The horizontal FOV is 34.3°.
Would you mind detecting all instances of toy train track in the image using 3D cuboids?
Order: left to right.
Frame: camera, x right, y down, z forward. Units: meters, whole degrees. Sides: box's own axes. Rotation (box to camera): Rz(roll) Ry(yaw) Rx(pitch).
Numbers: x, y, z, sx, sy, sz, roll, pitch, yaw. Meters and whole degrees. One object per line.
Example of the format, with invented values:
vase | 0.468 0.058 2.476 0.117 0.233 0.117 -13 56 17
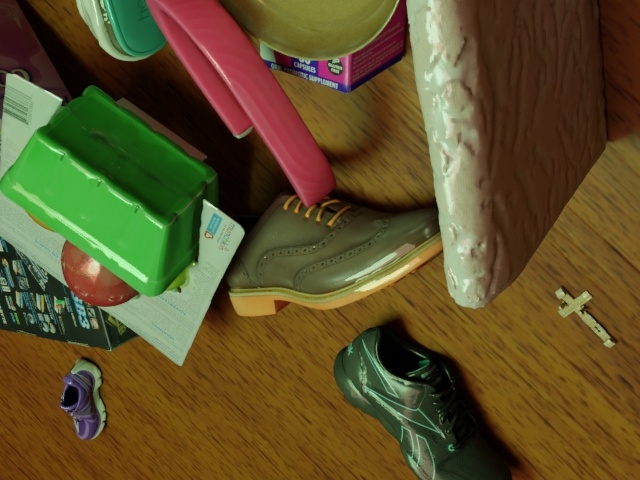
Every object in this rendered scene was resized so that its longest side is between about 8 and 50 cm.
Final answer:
toy train track | 0.283 0.084 1.111 0.083 0.014 0.048 45 136 3

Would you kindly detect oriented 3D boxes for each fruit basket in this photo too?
fruit basket | -0.262 -0.018 1.297 0.327 0.165 0.353 35 148 4

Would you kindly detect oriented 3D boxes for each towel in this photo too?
towel | 0.155 -0.163 0.826 0.053 0.317 0.331 4 119 30

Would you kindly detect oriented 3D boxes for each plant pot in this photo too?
plant pot | -0.017 -0.278 0.926 0.236 0.032 0.236 20 128 28

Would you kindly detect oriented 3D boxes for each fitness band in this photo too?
fitness band | -0.084 -0.156 1.106 0.291 0.054 0.209 54 175 -32

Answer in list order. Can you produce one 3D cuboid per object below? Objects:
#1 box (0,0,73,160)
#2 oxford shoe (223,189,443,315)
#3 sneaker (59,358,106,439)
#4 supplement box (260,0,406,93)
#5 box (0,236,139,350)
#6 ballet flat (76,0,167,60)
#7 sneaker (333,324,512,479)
box | -0.467 -0.213 1.305 0.117 0.214 0.243 -43 71 40
oxford shoe | 0.000 0.000 1.199 0.364 0.130 0.132 -14 103 43
sneaker | -0.410 0.275 1.746 0.068 0.071 0.170 22 131 25
supplement box | 0.015 -0.273 1.008 0.111 0.114 0.220 22 128 27
box | -0.411 0.004 1.530 0.293 0.073 0.295 2 113 40
ballet flat | -0.252 -0.393 1.138 0.139 0.139 0.400 17 129 29
sneaker | 0.131 0.211 1.256 0.267 0.101 0.106 41 133 8
